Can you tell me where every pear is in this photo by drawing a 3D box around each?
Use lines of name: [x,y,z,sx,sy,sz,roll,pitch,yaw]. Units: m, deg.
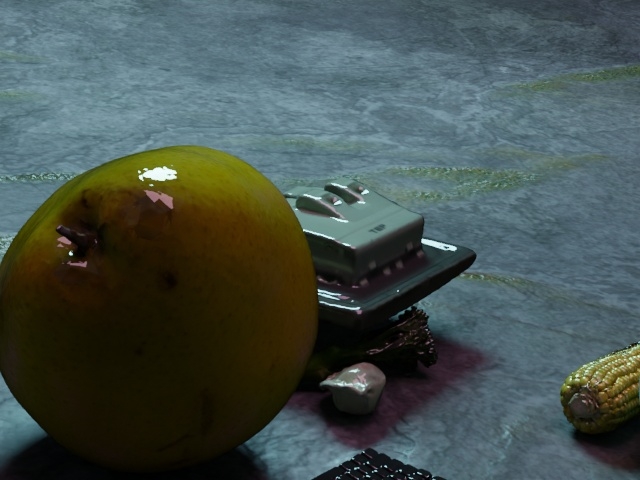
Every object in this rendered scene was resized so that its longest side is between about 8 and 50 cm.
pear: [-0.139,0.040,1.384,0.284,0.336,0.285,0,47,0]

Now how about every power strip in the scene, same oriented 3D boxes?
power strip: [0.002,-0.001,1.713,0.251,0.092,0.257,21,23,25]

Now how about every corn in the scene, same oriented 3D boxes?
corn: [0.306,0.140,1.652,0.072,0.072,0.203,24,25,34]

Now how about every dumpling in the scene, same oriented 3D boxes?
dumpling: [0.031,0.135,1.571,0.057,0.052,0.076,25,35,10]

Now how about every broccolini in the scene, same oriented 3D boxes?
broccolini: [0.013,0.116,1.629,0.216,0.067,0.058,-13,26,-25]

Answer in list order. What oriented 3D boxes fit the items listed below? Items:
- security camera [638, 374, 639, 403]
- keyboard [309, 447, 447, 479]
security camera: [0.391,0.148,1.504,0.194,0.195,0.236,-5,24,-32]
keyboard: [-0.010,0.237,1.337,0.106,0.027,0.317,22,24,30]
